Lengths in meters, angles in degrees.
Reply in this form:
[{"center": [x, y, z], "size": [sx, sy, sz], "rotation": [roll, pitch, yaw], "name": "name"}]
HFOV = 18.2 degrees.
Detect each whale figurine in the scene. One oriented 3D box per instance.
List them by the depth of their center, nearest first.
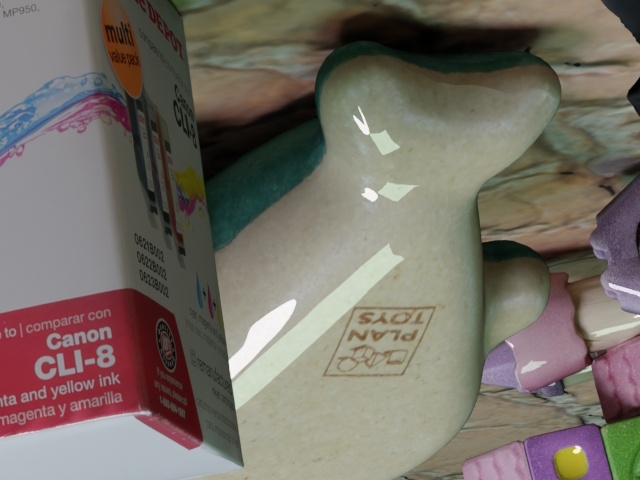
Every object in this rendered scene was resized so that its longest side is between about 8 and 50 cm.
[{"center": [0.000, 0.000, 0.874], "size": [0.216, 0.141, 0.272], "rotation": [0, 138, -25], "name": "whale figurine"}]

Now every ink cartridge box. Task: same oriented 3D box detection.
[{"center": [-0.110, -0.005, 0.672], "size": [0.127, 0.176, 0.128], "rotation": [-12, 164, 9], "name": "ink cartridge box"}]

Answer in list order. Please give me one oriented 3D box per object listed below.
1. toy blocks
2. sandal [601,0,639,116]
[{"center": [0.153, 0.140, 1.072], "size": [0.260, 0.289, 0.309], "rotation": [-15, 166, 7], "name": "toy blocks"}, {"center": [0.189, -0.063, 0.714], "size": [0.167, 0.107, 0.446], "rotation": [-13, 162, 17], "name": "sandal"}]
